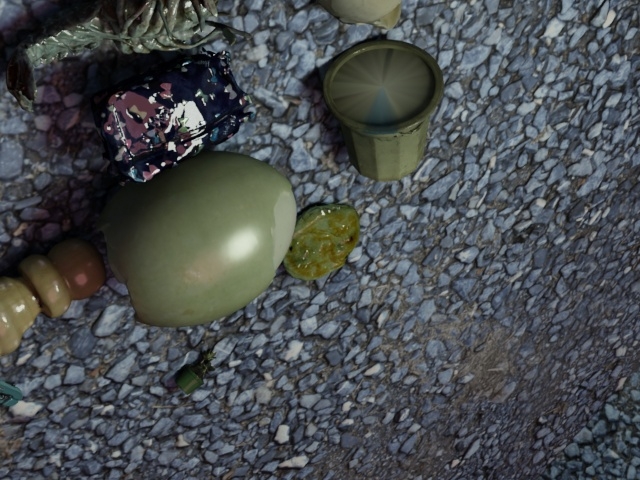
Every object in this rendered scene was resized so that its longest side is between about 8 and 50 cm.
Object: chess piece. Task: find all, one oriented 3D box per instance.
[{"bbox_3d":[-0.477,0.089,1.859,0.261,0.143,0.143,-31,139,-24],"label":"chess piece"}]

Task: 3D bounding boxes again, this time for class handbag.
[{"bbox_3d":[-0.235,-0.194,1.755,0.260,0.113,0.162,-32,114,-30],"label":"handbag"}]

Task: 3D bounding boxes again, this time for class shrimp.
[{"bbox_3d":[-0.268,-0.318,1.649,0.410,0.166,0.221,-16,168,-10],"label":"shrimp"}]

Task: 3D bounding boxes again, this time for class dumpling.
[{"bbox_3d":[0.075,-0.465,1.790,0.243,0.175,0.227,98,16,-81],"label":"dumpling"}]

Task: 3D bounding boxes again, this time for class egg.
[{"bbox_3d":[-0.192,-0.010,1.872,0.336,0.278,0.278,-22,137,-13],"label":"egg"}]

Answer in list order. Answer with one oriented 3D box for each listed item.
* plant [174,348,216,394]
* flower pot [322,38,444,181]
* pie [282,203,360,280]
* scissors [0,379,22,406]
[{"bbox_3d":[-0.243,0.262,2.257,0.102,0.051,0.051,-44,141,-7],"label":"plant"},{"bbox_3d":[0.120,-0.224,2.026,0.212,0.212,0.203,-33,151,-11],"label":"flower pot"},{"bbox_3d":[0.000,0.000,2.229,0.187,0.041,0.187,-22,136,-23],"label":"pie"},{"bbox_3d":[-0.655,0.224,1.897,0.180,0.032,0.393,-47,140,7],"label":"scissors"}]
